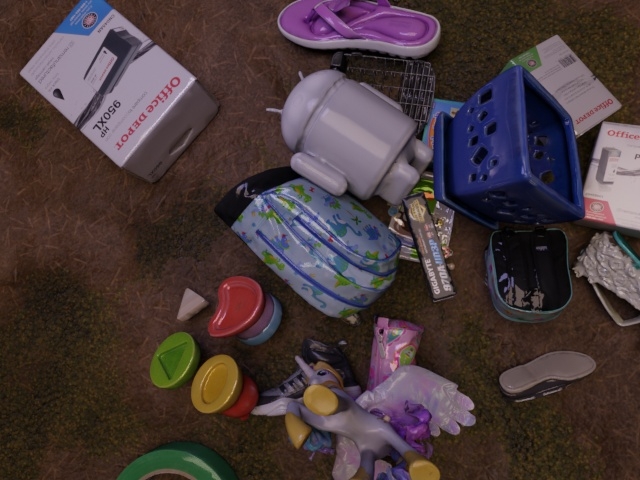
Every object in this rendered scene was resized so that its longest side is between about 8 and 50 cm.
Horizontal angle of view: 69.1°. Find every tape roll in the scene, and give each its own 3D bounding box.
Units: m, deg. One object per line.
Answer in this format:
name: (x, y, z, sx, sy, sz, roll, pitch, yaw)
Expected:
tape roll: (-0.335, 0.642, 1.076, 0.320, 0.077, 0.322, -1, 82, 9)

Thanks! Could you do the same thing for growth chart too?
growth chart: (0.242, -0.057, 1.105, 0.171, 0.021, 0.238, 6, 83, 11)

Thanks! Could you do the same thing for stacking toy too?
stacking toy: (-0.230, 0.249, 1.087, 0.279, 0.130, 0.309, -2, 57, 34)

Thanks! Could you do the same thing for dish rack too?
dish rack: (0.136, -0.349, 1.131, 0.271, 0.074, 0.209, 10, 86, 11)

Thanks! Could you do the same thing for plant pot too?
plant pot: (0.354, -0.155, 0.912, 0.212, 0.235, 0.236, -17, 61, 47)

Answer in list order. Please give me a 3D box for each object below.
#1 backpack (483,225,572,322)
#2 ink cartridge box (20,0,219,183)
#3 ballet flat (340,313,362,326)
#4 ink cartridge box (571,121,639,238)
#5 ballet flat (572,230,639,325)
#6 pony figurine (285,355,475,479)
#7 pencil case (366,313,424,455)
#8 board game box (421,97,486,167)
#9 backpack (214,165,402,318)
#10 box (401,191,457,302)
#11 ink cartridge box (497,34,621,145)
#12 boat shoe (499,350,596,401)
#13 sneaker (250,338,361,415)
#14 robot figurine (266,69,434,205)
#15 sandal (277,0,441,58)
backpack: (0.436, 0.081, 0.986, 0.165, 0.144, 0.189, 0, 57, 7)
ink cartridge box: (-0.504, -0.386, 1.191, 0.395, 0.166, 0.285, 41, 91, 11)
ballet flat: (0.047, 0.165, 1.097, 0.114, 0.041, 0.041, 30, 88, 12)
ink cartridge box: (0.652, -0.128, 0.989, 0.158, 0.092, 0.218, 16, 89, 25)
ballet flat: (0.701, 0.156, 0.967, 0.147, 0.147, 0.409, -41, 76, 2)
pony figurine: (0.089, 0.338, 0.830, 0.350, 0.363, 0.303, 34, 87, 2)
pencil case: (0.152, 0.312, 1.018, 0.124, 0.124, 0.285, 7, 86, 10)
board game box: (0.347, -0.241, 1.098, 0.210, 0.047, 0.160, 12, 84, 10)
backpack: (0.000, 0.000, 1.007, 0.273, 0.290, 0.356, -34, 85, 25)
box: (0.231, 0.021, 0.994, 0.051, 0.175, 0.221, -17, 80, 10)
ink cartridge box: (0.523, -0.324, 1.036, 0.160, 0.093, 0.220, -31, 79, -18)
boat shoe: (0.491, 0.299, 1.010, 0.205, 0.075, 0.065, -16, 123, 1)
sneaker: (-0.047, 0.310, 1.068, 0.268, 0.101, 0.153, -13, 73, 9)
robot figurine: (0.062, -0.224, 0.995, 0.353, 0.200, 0.300, 35, 59, 4)
sandal: (0.090, -0.552, 1.133, 0.415, 0.102, 0.170, 13, 69, 14)
